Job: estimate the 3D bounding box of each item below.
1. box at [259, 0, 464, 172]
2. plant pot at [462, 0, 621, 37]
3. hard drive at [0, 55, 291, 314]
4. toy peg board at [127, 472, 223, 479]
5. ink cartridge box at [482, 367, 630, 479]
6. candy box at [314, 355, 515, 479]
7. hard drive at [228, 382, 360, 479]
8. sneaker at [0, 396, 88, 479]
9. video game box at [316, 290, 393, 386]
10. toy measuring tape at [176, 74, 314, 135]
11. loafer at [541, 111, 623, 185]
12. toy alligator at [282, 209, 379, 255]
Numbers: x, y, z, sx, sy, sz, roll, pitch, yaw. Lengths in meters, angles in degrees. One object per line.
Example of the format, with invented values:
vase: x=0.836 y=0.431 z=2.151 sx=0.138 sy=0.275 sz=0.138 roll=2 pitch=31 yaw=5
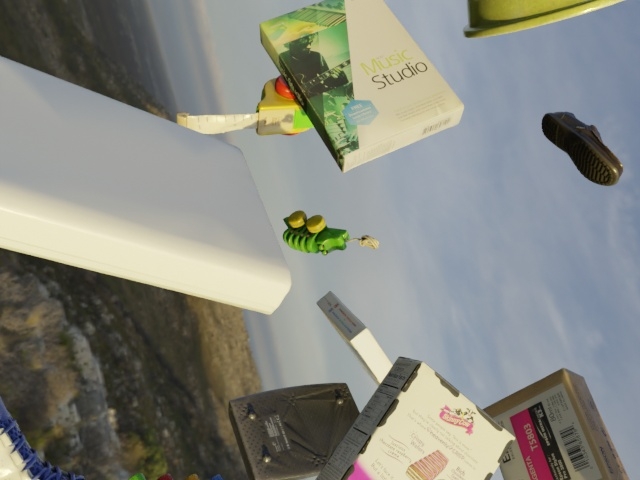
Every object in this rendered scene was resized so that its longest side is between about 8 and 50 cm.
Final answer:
box: x=0.064 y=-0.291 z=1.174 sx=0.322 sy=0.232 sz=0.058 roll=59 pitch=-16 yaw=25
plant pot: x=0.303 y=-0.444 z=0.924 sx=0.276 sy=0.276 sz=0.254 roll=-124 pitch=-165 yaw=-71
hard drive: x=-0.181 y=-0.058 z=0.473 sx=0.040 sy=0.307 sz=0.203 roll=-56 pitch=-146 yaw=23
toy peg board: x=-0.177 y=0.322 z=0.763 sx=0.079 sy=0.161 sz=0.160 roll=49 pitch=22 yaw=27
ink cartridge box: x=0.418 y=0.379 z=1.214 sx=0.088 sy=0.193 sz=0.235 roll=27 pitch=37 yaw=-38
candy box: x=0.098 y=0.277 z=0.791 sx=0.159 sy=0.233 sz=0.071 roll=41 pitch=-14 yaw=-12
hard drive: x=-0.036 y=0.352 z=1.235 sx=0.054 sy=0.254 sz=0.172 roll=-60 pitch=-136 yaw=39
sneaker: x=-0.410 y=0.337 z=0.946 sx=0.127 sy=0.182 sz=0.316 roll=171 pitch=-90 yaw=-81
video game box: x=0.087 y=0.216 z=1.346 sx=0.205 sy=0.048 sz=0.187 roll=56 pitch=-5 yaw=-26
toy measuring tape: x=-0.119 y=-0.259 z=1.298 sx=0.121 sy=0.330 sz=0.121 roll=172 pitch=-90 yaw=-70
loafer: x=0.547 y=-0.201 z=1.382 sx=0.080 sy=0.078 sz=0.220 roll=81 pitch=-18 yaw=-53
toy alligator: x=0.000 y=0.000 z=0.994 sx=0.189 sy=0.051 sz=0.056 roll=17 pitch=-33 yaw=43
